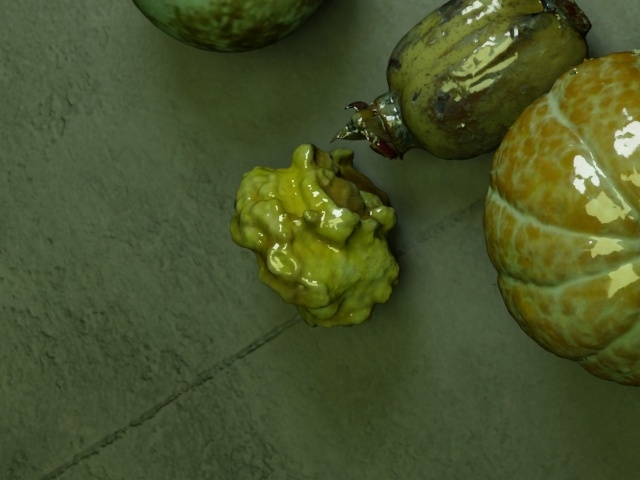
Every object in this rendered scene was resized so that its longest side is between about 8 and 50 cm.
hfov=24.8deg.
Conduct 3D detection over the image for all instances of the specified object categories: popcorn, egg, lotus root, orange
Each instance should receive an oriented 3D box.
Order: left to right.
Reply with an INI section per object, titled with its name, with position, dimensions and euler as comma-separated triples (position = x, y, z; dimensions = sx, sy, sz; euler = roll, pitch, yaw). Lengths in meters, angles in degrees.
[egg]
position = -0.096, -0.334, 1.477
dimensions = 0.238, 0.238, 0.289
euler = -8, 81, 18
[popcorn]
position = 0.003, -0.004, 1.502
dimensions = 0.156, 0.197, 0.197
euler = -31, 85, 15
[lotus root]
position = 0.143, -0.157, 1.465
dimensions = 0.278, 0.154, 0.154
euler = -33, 84, 16
[orange]
position = 0.312, -0.019, 1.351
dimensions = 0.329, 0.249, 0.329
euler = 0, 102, 1
